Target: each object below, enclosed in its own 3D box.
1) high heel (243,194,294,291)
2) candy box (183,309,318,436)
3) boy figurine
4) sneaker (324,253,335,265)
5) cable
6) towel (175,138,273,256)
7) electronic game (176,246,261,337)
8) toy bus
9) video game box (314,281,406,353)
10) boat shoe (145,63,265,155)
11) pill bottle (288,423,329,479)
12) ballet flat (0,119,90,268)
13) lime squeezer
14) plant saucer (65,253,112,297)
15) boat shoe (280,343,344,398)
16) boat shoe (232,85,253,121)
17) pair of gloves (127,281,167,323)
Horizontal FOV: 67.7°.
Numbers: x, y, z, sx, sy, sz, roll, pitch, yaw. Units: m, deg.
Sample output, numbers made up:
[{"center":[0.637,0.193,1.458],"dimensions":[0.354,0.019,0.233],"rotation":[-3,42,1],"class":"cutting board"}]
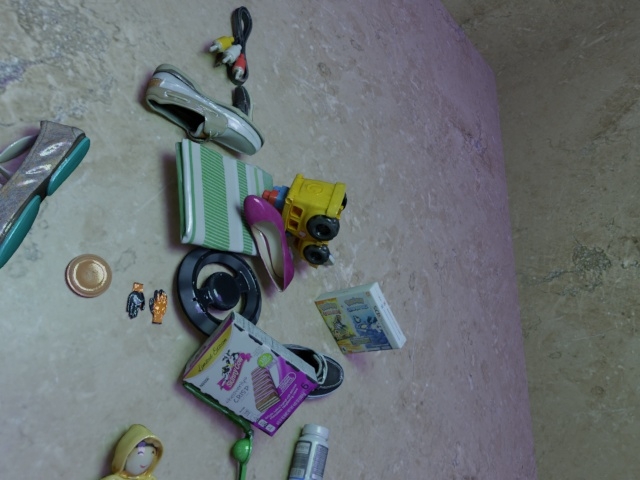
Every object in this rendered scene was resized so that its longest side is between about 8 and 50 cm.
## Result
[{"center":[-0.127,0.010,1.144],"dimensions":[0.117,0.082,0.244],"rotation":[-84,161,-47],"class":"high heel"},{"center":[-0.143,0.279,0.999],"dimensions":[0.233,0.159,0.071],"rotation":[39,4,-16],"class":"candy box"},{"center":[-0.326,0.465,0.808],"dimensions":[0.177,0.092,0.285],"rotation":[29,58,-36],"class":"boy figurine"},{"center":[0.001,0.000,1.382],"dimensions":[0.152,0.058,0.084],"rotation":[43,56,-21],"class":"sneaker"},{"center":[-0.218,-0.546,1.329],"dimensions":[0.139,0.072,0.287],"rotation":[47,45,-34],"class":"cable"},{"center":[-0.213,-0.088,1.151],"dimensions":[0.325,0.038,0.248],"rotation":[13,67,-58],"class":"towel"},{"center":[-0.224,0.116,1.087],"dimensions":[0.229,0.048,0.229],"rotation":[30,47,-37],"class":"electronic game"},{"center":[-0.053,-0.057,1.229],"dimensions":[0.211,0.220,0.149],"rotation":[16,43,-1],"class":"toy bus"},{"center":[0.106,0.218,1.307],"dimensions":[0.048,0.205,0.187],"rotation":[-37,104,-47],"class":"video game box"},{"center":[-0.275,-0.283,1.143],"dimensions":[0.302,0.113,0.103],"rotation":[30,55,-26],"class":"boat shoe"},{"center":[-0.024,0.518,1.143],"dimensions":[0.078,0.078,0.137],"rotation":[40,49,-32],"class":"pill bottle"},{"center":[-0.515,-0.089,0.811],"dimensions":[0.106,0.107,0.316],"rotation":[27,49,-16],"class":"ballet flat"},{"center":[-0.186,0.428,1.008],"dimensions":[0.110,0.059,0.310],"rotation":[-18,91,-51],"class":"lime squeezer"},{"center":[-0.432,0.065,0.896],"dimensions":[0.083,0.013,0.083],"rotation":[21,61,-44],"class":"plant saucer"},{"center":[-0.040,0.322,1.165],"dimensions":[0.335,0.119,0.121],"rotation":[20,61,-43],"class":"boat shoe"},{"center":[-0.212,-0.345,1.272],"dimensions":[0.049,0.056,0.152],"rotation":[3,74,-54],"class":"boat shoe"},{"center":[-0.350,0.128,0.969],"dimensions":[0.083,0.010,0.074],"rotation":[24,59,-41],"class":"pair of gloves"}]
